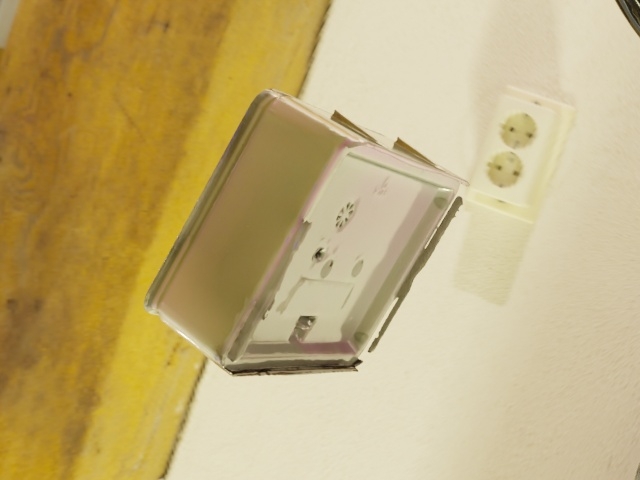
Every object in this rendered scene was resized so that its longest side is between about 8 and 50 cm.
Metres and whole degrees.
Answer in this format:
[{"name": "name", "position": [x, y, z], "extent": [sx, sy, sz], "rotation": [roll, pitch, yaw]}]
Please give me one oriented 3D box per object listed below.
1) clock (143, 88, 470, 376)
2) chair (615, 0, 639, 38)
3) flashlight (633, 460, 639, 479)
[{"name": "clock", "position": [0.000, 0.000, 0.724], "extent": [0.071, 0.192, 0.147], "rotation": [33, -80, 23]}, {"name": "chair", "position": [0.267, -0.213, 0.624], "extent": [0.260, 0.154, 0.141], "rotation": [-48, -147, -19]}, {"name": "flashlight", "position": [0.137, 0.170, 0.555], "extent": [0.200, 0.047, 0.093], "rotation": [-42, -129, -6]}]
